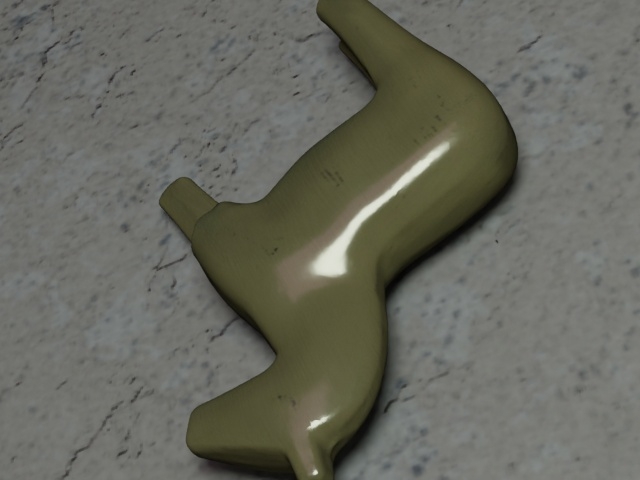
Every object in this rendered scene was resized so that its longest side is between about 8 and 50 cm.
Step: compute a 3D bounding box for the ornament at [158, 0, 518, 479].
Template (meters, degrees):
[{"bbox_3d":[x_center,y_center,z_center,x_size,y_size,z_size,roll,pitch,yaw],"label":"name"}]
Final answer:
[{"bbox_3d":[0.000,0.000,0.837,0.230,0.061,0.245,-40,44,-4],"label":"ornament"}]
